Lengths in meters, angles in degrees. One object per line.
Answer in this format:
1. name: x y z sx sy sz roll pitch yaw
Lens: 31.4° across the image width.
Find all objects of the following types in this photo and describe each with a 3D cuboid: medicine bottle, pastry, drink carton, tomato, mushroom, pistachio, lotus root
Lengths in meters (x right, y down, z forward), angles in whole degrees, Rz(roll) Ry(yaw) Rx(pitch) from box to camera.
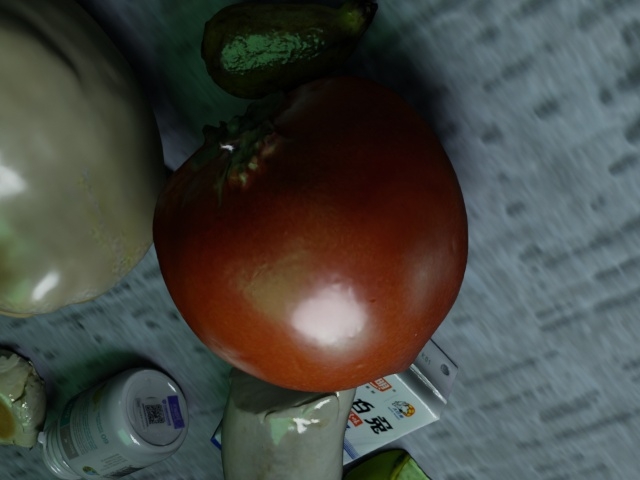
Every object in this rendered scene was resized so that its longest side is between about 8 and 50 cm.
1. medicine bottle: -0.300 0.270 1.611 0.215 0.135 0.135 -27 110 37
2. pastry: -0.477 0.236 1.699 0.166 0.088 0.165 13 130 16
3. drink carton: 0.013 0.206 1.441 0.130 0.106 0.315 45 129 -14
4. tomato: 0.000 0.000 1.155 0.322 0.321 0.321 12 129 16
5. mushroom: -0.050 0.301 1.386 0.154 0.137 0.407 8 121 2
6. pistachio: -0.357 -0.117 1.203 0.445 0.365 0.281 54 149 -13
7. lotus root: -0.033 -0.202 1.168 0.191 0.094 0.108 -7 155 22

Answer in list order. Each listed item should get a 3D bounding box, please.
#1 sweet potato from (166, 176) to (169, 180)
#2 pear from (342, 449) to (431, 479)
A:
1. sweet potato: -0.167 -0.029 1.382 0.206 0.060 0.068 43 167 -9
2. pear: 0.081 0.464 1.560 0.282 0.176 0.286 -30 107 40
